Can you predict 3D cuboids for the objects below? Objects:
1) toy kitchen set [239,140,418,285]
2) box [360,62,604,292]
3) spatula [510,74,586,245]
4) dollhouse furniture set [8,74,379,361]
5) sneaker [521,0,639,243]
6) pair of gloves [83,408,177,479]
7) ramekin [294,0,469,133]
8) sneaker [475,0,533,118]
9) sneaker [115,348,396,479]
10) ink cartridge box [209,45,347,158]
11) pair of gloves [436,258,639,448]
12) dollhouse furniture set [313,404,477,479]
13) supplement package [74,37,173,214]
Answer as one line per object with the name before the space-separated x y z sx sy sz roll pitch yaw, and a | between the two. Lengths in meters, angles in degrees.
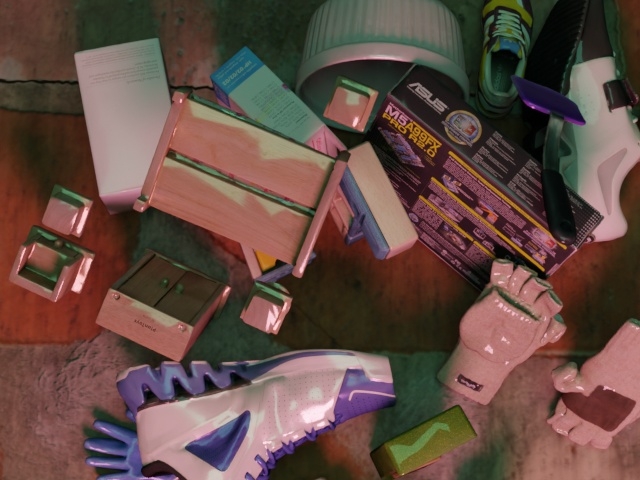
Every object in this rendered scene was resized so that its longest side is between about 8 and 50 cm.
toy kitchen set | 0.000 0.000 1.483 0.166 0.207 0.122 -26 80 -9
box | 0.168 -0.053 1.496 0.270 0.216 0.060 40 64 6
spatula | 0.253 -0.092 1.397 0.084 0.030 0.296 19 41 -12
dollhouse furniture set | -0.134 -0.071 1.441 0.303 0.174 0.355 24 106 2
sneaker | 0.332 -0.152 1.589 0.146 0.122 0.330 13 77 -18
pair of gloves | -0.211 0.302 1.512 0.159 0.023 0.198 14 78 1
ramekin | 0.075 -0.215 1.538 0.207 0.207 0.109 4 70 -2
sneaker | 0.233 -0.248 1.607 0.070 0.084 0.185 5 79 -1
sneaker | -0.070 0.227 1.478 0.316 0.127 0.182 -5 77 -1
ink cartridge box | -0.047 -0.134 1.547 0.061 0.104 0.181 -41 72 -10
pair of gloves | 0.274 0.136 1.495 0.240 0.204 0.042 22 40 5
dollhouse furniture set | 0.057 0.344 1.435 0.302 0.151 0.197 -26 81 -12
supplement package | -0.225 -0.135 1.555 0.105 0.105 0.179 -11 79 -5
